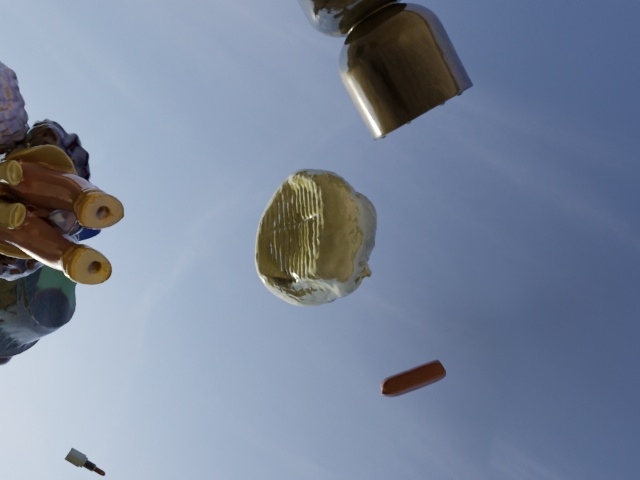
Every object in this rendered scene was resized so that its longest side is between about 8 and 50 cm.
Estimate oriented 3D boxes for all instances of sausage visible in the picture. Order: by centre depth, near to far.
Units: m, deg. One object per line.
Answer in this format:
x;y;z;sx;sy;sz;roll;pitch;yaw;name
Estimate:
0.175;0.265;0.988;0.131;0.039;0.041;-18;-112;-9;sausage

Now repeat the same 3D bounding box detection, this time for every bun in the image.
0.000;0.000;0.843;0.229;0.145;0.229;-18;-114;48;bun

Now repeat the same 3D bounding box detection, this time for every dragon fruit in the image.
-0.494;0.064;0.858;0.130;0.268;0.295;13;-74;10;dragon fruit

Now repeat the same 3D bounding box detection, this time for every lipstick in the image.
-0.584;0.558;1.293;0.107;0.025;0.025;34;-69;-5;lipstick

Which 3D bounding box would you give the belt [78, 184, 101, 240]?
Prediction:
-0.683;-0.067;1.166;0.212;0.347;0.117;41;-50;55;belt

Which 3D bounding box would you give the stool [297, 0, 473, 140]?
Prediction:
0.101;-0.313;0.819;0.179;0.179;0.264;-29;-84;14;stool

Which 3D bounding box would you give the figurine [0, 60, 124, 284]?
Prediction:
-0.226;-0.032;0.380;0.240;0.116;0.174;19;-89;49;figurine
